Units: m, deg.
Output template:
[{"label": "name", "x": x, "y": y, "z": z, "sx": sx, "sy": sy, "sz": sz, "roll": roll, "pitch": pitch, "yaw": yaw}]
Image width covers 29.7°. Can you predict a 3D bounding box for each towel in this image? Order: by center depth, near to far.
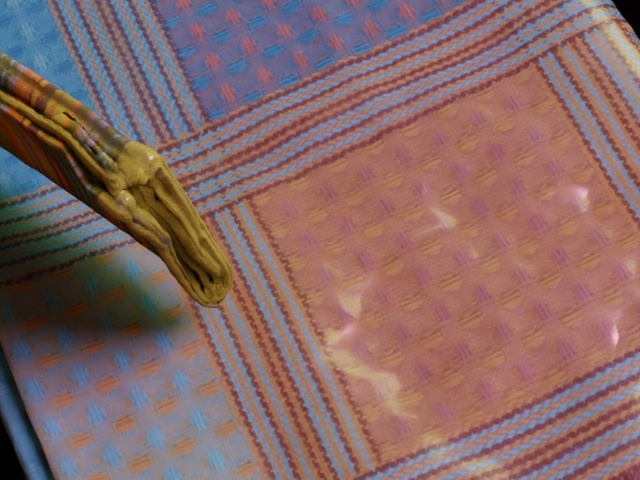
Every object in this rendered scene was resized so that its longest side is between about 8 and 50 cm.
[{"label": "towel", "x": -0.132, "y": -0.056, "z": 0.391, "sx": 0.237, "sy": 0.021, "sz": 0.102, "roll": 32, "pitch": -14, "yaw": 19}, {"label": "towel", "x": 0.002, "y": -0.013, "z": 0.433, "sx": 0.370, "sy": 0.271, "sz": 0.040, "roll": 61, "pitch": -7, "yaw": 26}]
